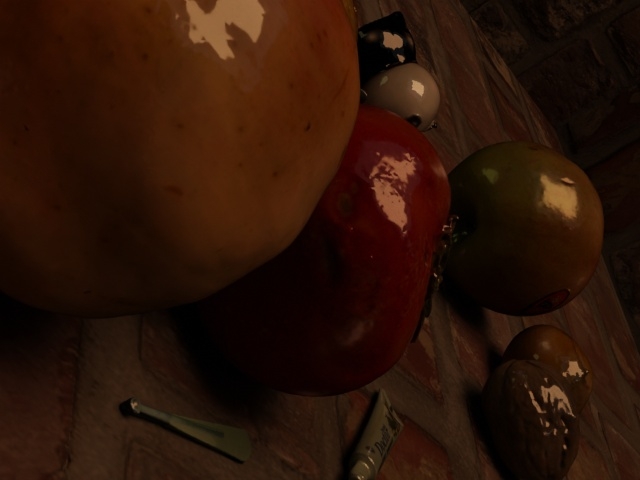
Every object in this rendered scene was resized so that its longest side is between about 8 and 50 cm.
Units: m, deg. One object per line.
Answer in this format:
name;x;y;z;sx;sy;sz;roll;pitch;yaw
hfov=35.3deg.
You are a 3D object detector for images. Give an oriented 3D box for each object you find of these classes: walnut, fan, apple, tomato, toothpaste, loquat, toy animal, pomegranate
walnut;0.374;0.320;1.761;0.178;0.178;0.231;10;66;-62
fan;-0.130;0.191;1.020;0.193;0.016;0.038;33;37;-50
apple;0.376;-0.021;1.965;0.305;0.338;0.339;17;46;-39
tomato;0.000;0.000;1.129;0.293;0.289;0.325;-50;154;-63
toothpaste;0.073;0.267;1.344;0.067;0.037;0.255;59;19;-3
loquat;0.436;0.255;1.950;0.179;0.179;0.227;53;13;-19
toy animal;0.137;-0.312;1.999;0.235;0.165;0.187;64;24;3
pomegranate;-0.164;-0.124;0.863;0.411;0.411;0.412;46;26;-31

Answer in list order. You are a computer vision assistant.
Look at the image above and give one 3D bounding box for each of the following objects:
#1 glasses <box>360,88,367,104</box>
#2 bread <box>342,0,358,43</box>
glasses;0.022;-0.145;1.616;0.268;0.118;0.234;2;62;-65
bread;-0.102;-0.298;1.207;0.358;0.204;0.337;-14;82;-64
